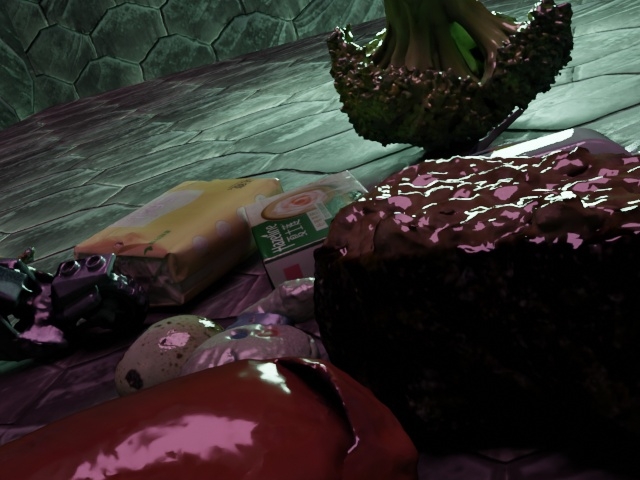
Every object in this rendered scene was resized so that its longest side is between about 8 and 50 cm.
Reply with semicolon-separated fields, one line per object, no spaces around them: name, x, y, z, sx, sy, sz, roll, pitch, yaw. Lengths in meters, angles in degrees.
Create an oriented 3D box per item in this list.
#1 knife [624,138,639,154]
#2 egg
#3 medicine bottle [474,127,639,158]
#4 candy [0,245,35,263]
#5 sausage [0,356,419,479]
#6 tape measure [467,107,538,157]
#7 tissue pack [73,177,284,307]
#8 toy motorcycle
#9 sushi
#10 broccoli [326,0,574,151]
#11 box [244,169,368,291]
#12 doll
knife;0.428;-0.125;0.876;0.331;0.044;0.080;-29;22;-35
egg;-0.124;0.108;0.673;0.110;0.085;0.085;-17;20;16
medicine bottle;0.209;-0.030;0.691;0.229;0.121;0.083;-16;20;5
candy;-0.503;0.057;1.172;0.182;0.046;0.053;-25;25;-4
sausage;-0.082;0.155;0.436;0.280;0.152;0.152;-18;21;-1
tape measure;0.223;-0.081;0.887;0.164;0.084;0.330;-3;18;34
tissue pack;-0.169;-0.004;0.982;0.186;0.090;0.222;2;29;37
toy motorcycle;-0.330;0.061;0.869;0.271;0.159;0.106;-13;43;19
sushi;0.155;0.025;0.534;0.350;0.170;0.211;-4;23;30
broccoli;0.161;-0.256;1.111;0.376;0.302;0.249;4;68;35
box;0.000;0.000;0.854;0.135;0.081;0.199;-20;19;-5
doll;-0.059;0.114;0.595;0.104;0.071;0.214;8;53;34
